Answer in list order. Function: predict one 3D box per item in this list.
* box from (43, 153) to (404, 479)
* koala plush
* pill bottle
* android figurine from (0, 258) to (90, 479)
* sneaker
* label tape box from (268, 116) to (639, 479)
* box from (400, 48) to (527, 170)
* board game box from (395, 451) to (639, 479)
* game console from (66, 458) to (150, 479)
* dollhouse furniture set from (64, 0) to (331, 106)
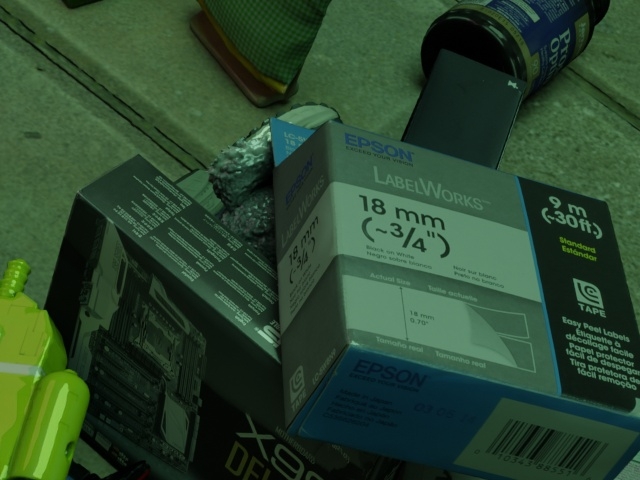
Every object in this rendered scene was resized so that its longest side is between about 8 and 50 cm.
[{"bbox_3d":[-0.080,0.118,1.455,0.307,0.242,0.076,40,47,15],"label":"box"},{"bbox_3d":[0.000,0.000,1.554,0.221,0.203,0.196,2,82,-44],"label":"koala plush"},{"bbox_3d":[0.211,-0.222,1.967,0.123,0.123,0.219,38,47,15],"label":"pill bottle"},{"bbox_3d":[-0.293,0.130,1.424,0.248,0.056,0.273,6,60,18],"label":"android figurine"},{"bbox_3d":[-0.060,-0.022,1.711,0.122,0.110,0.283,50,51,2],"label":"sneaker"},{"bbox_3d":[0.094,0.012,1.384,0.240,0.106,0.334,15,41,-19],"label":"label tape box"},{"bbox_3d":[0.113,-0.065,1.757,0.093,0.158,0.156,23,44,0],"label":"box"},{"bbox_3d":[0.170,0.210,1.570,0.224,0.097,0.303,19,44,-2],"label":"board game box"},{"bbox_3d":[-0.224,0.196,1.441,0.085,0.124,0.144,54,48,-6],"label":"game console"},{"bbox_3d":[-0.136,-0.279,1.832,0.151,0.198,0.301,-19,58,-36],"label":"dollhouse furniture set"}]
